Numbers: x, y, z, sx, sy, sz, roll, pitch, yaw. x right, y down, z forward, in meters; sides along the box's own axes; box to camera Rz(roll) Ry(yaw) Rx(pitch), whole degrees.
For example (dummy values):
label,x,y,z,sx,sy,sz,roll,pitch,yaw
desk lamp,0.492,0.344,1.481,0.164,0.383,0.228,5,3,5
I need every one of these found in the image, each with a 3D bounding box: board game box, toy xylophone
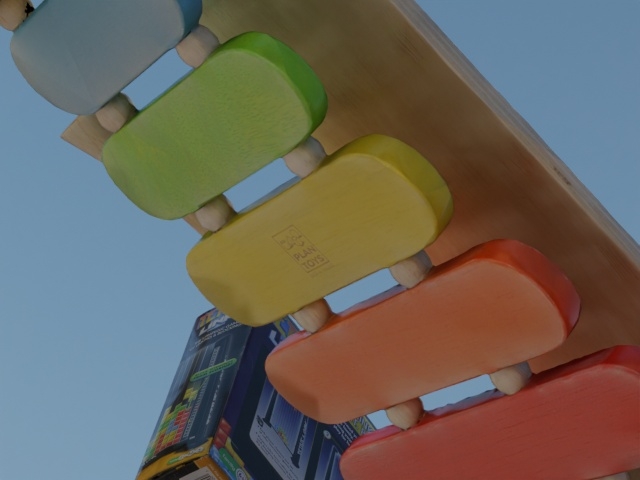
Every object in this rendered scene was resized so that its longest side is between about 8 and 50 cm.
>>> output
label,x,y,z,sx,sy,sz,roll,pitch,yaw
board game box,-0.009,0.127,0.897,0.048,0.141,0.170,-28,-68,22
toy xylophone,0.000,0.000,0.681,0.322,0.081,0.236,42,-30,-2
